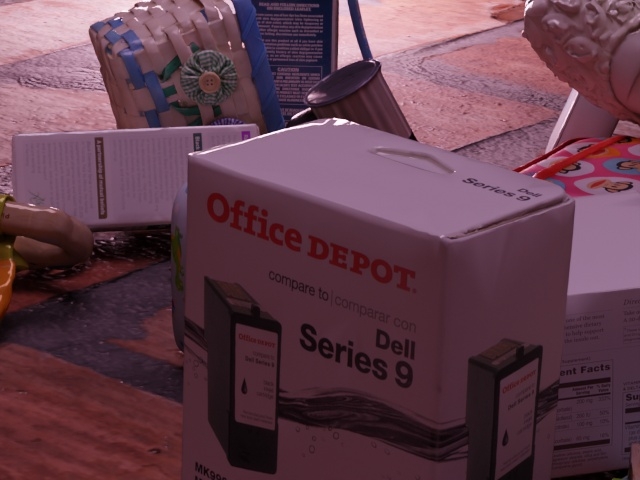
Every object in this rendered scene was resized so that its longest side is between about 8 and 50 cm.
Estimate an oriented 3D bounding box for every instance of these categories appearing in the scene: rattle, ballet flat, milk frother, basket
[{"bbox_3d":[-0.261,0.042,1.612,0.130,0.142,0.199,-7,-16,-7],"label":"rattle"},{"bbox_3d":[0.387,-0.149,1.832,0.409,0.147,0.147,27,6,-30],"label":"ballet flat"},{"bbox_3d":[0.040,-0.081,1.766,0.129,0.134,0.143,-33,22,-5],"label":"milk frother"},{"bbox_3d":[-0.078,-0.174,1.928,0.289,0.254,0.201,-26,27,-17],"label":"basket"}]

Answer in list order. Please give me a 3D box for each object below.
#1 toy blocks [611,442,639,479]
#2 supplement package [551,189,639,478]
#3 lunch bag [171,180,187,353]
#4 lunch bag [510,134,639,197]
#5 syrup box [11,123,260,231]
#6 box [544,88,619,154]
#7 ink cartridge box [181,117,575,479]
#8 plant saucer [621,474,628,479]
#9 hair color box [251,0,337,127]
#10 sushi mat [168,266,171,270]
[{"bbox_3d":[0.322,0.185,1.081,0.381,0.190,0.261,5,8,8],"label":"toy blocks"},{"bbox_3d":[0.147,0.070,1.360,0.262,0.145,0.204,-6,20,-10],"label":"supplement package"},{"bbox_3d":[-0.012,0.019,1.472,0.219,0.176,0.090,-6,20,-24],"label":"lunch bag"},{"bbox_3d":[0.279,-0.022,1.723,0.258,0.120,0.293,8,17,28],"label":"lunch bag"},{"bbox_3d":[-0.176,-0.058,1.753,0.237,0.096,0.093,-2,-2,-9],"label":"syrup box"},{"bbox_3d":[0.331,-0.222,1.984,0.058,0.322,0.232,25,21,3],"label":"box"},{"bbox_3d":[0.025,0.093,1.089,0.211,0.289,0.121,18,25,40],"label":"ink cartridge box"},{"bbox_3d":[0.266,0.172,1.253,0.119,0.021,0.119,-6,3,0],"label":"plant saucer"},{"bbox_3d":[-0.030,-0.293,2.105,0.105,0.347,0.174,2,19,2],"label":"hair color box"},{"bbox_3d":[0.000,0.000,1.768,0.151,0.019,0.316,11,21,27],"label":"sushi mat"}]
